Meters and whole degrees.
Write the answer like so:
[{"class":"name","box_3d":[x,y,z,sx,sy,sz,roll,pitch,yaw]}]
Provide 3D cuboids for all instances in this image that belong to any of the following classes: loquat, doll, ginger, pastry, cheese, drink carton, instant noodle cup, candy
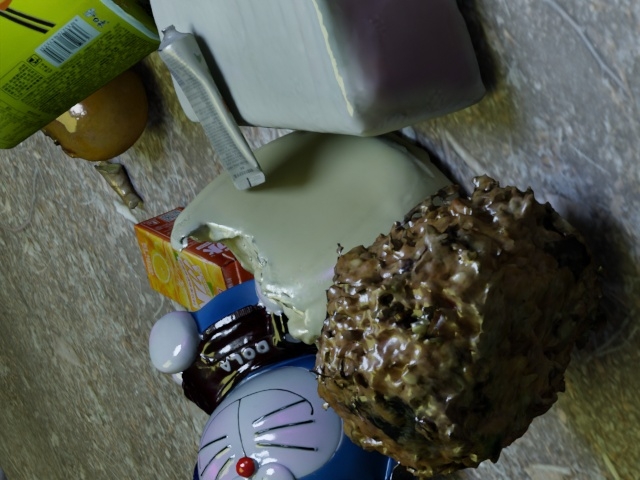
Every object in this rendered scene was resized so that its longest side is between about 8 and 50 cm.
[{"class":"loquat","box_3d":[-0.277,-0.164,2.130,0.141,0.141,0.141,45,149,36]},{"class":"doll","box_3d":[-0.030,0.203,1.890,0.240,0.284,0.310,23,-143,-53]},{"class":"ginger","box_3d":[-0.269,-0.084,2.317,0.097,0.030,0.048,51,180,31]},{"class":"pastry","box_3d":[0.120,0.084,1.439,0.193,0.275,0.275,-124,23,-45]},{"class":"cheese","box_3d":[0.000,0.000,1.638,0.266,0.233,0.127,37,155,50]},{"class":"drink carton","box_3d":[-0.136,0.034,2.116,0.223,0.071,0.096,25,134,55]},{"class":"instant noodle cup","box_3d":[-0.322,-0.255,1.830,0.311,0.221,0.311,47,-167,-14]},{"class":"candy","box_3d":[-0.020,-0.203,1.567,0.359,0.145,0.208,12,124,59]}]

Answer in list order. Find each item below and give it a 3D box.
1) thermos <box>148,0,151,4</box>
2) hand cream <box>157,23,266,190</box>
[{"class":"thermos","box_3d":[-0.157,-0.302,1.815,0.193,0.105,0.137,50,-176,36]},{"class":"hand cream","box_3d":[-0.101,-0.121,1.601,0.057,0.037,0.165,-16,105,59]}]
